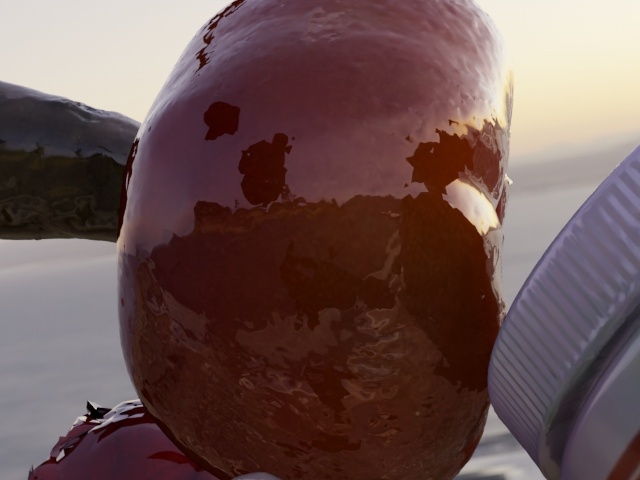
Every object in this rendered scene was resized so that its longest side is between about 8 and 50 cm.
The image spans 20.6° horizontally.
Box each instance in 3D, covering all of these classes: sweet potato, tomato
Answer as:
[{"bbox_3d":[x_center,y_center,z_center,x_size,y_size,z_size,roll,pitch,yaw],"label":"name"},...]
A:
[{"bbox_3d":[-0.216,-0.047,1.257,0.423,0.130,0.130,12,8,13],"label":"sweet potato"},{"bbox_3d":[0.001,-0.003,0.817,0.180,0.259,0.260,9,4,4],"label":"tomato"}]

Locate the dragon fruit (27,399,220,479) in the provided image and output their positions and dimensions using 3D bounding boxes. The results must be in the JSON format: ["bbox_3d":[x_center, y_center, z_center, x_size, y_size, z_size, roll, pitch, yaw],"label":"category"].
[{"bbox_3d":[-0.080,0.251,1.108,0.295,0.302,0.295,-52,8,10],"label":"dragon fruit"}]

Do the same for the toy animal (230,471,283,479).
[{"bbox_3d":[-0.004,0.117,0.561,0.213,0.124,0.124,-23,4,-6],"label":"toy animal"}]

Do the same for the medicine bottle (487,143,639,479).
[{"bbox_3d":[0.230,0.070,0.657,0.252,0.241,0.252,-31,-27,-18],"label":"medicine bottle"}]
